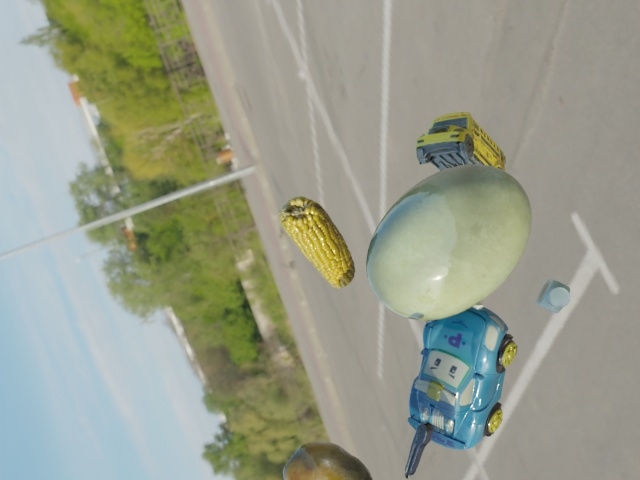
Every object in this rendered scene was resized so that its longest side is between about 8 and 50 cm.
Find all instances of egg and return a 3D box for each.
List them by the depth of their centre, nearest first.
[{"bbox_3d":[0.250,0.004,1.791,0.258,0.352,0.258,55,180,0],"label":"egg"}]

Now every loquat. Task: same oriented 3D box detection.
[{"bbox_3d":[0.020,0.593,2.269,0.227,0.179,0.179,30,174,-1],"label":"loquat"}]

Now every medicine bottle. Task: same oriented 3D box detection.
[{"bbox_3d":[0.579,0.138,2.278,0.055,0.074,0.118,28,-178,2],"label":"medicine bottle"}]

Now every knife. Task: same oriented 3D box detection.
[{"bbox_3d":[0.167,0.361,1.583,0.031,0.018,0.121,47,132,50],"label":"knife"}]

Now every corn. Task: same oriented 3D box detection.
[{"bbox_3d":[0.000,0.000,2.057,0.310,0.101,0.101,50,-169,-48],"label":"corn"}]

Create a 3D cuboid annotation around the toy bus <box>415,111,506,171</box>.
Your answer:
[{"bbox_3d":[0.383,-0.239,2.471,0.330,0.144,0.152,32,-121,-53],"label":"toy bus"}]

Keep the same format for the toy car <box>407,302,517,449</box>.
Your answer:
[{"bbox_3d":[0.272,0.273,1.876,0.198,0.166,0.314,23,117,33],"label":"toy car"}]
